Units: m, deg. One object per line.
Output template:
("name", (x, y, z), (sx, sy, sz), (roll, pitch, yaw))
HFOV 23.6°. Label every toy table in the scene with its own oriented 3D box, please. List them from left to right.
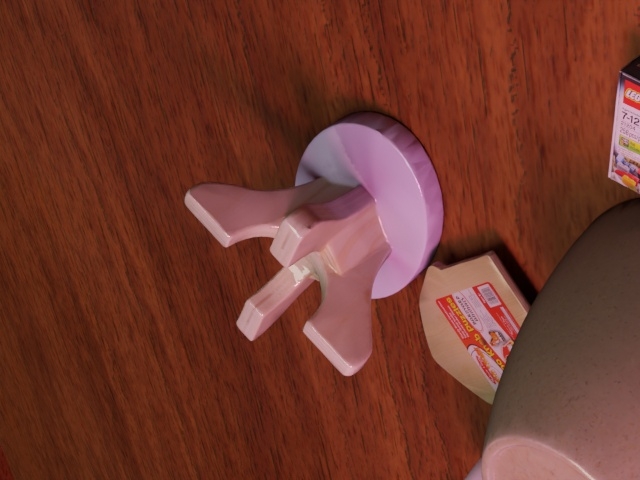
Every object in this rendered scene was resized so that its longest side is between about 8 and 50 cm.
("toy table", (0.000, 0.000, 1.578), (0.252, 0.161, 0.274), (40, 149, 22))

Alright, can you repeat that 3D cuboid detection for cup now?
("cup", (0.272, 0.162, 1.285), (0.331, 0.237, 0.331), (36, 146, 29))

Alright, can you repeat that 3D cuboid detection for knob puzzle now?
("knob puzzle", (0.174, 0.098, 1.565), (0.213, 0.030, 0.213), (35, 146, 28))

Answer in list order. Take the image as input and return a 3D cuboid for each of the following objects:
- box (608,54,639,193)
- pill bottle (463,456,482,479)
("box", (0.320, -0.055, 1.187), (0.207, 0.036, 0.114), (32, 144, 33))
("pill bottle", (0.290, 0.341, 1.498), (0.334, 0.188, 0.188), (35, 146, 28))
